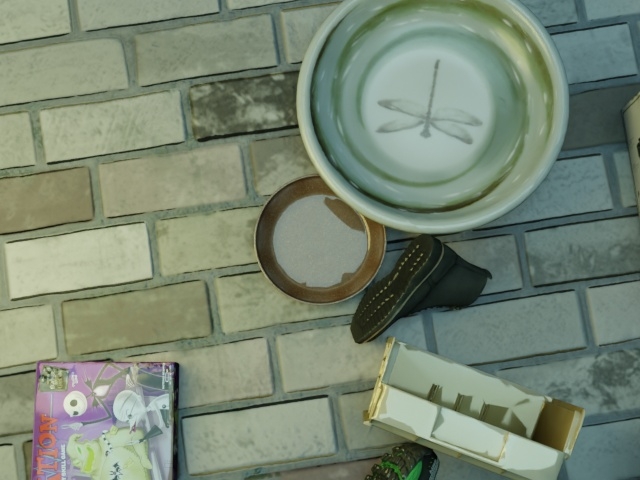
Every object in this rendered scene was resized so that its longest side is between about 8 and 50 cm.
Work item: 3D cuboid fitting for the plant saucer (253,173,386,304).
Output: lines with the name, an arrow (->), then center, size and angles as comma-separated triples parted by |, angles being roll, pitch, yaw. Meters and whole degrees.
plant saucer -> 0.000, 0.000, 1.669 | 0.198, 0.036, 0.199 | 0, 81, 1

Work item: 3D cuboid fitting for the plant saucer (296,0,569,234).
plant saucer -> 0.164, -0.201, 1.666 | 0.400, 0.100, 0.401 | 0, 82, 0

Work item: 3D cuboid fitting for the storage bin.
storage bin -> 0.198, 0.232, 1.521 | 0.262, 0.260, 0.123 | 21, 86, 3

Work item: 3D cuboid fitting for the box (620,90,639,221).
box -> 0.519, -0.078, 1.610 | 0.087, 0.169, 0.290 | -7, 80, -1

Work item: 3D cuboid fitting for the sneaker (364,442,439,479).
sneaker -> 0.110, 0.445, 1.551 | 0.146, 0.134, 0.344 | 12, 100, -8

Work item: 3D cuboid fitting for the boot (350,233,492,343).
boot -> 0.150, 0.095, 1.638 | 0.137, 0.077, 0.198 | 26, 119, -32

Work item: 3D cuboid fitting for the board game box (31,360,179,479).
board game box -> -0.313, 0.349, 1.613 | 0.208, 0.056, 0.347 | -1, 81, 5
